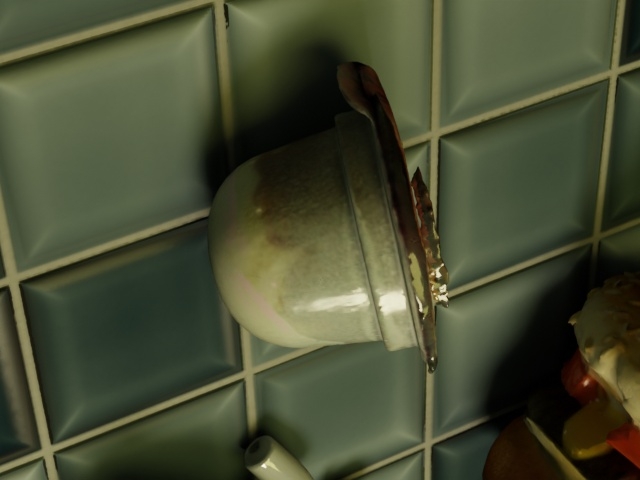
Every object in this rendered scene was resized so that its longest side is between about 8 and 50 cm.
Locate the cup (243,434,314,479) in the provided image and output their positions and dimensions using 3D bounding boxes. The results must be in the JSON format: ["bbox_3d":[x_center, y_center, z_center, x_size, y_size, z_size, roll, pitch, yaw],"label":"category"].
[{"bbox_3d":[-0.110,0.285,1.188,0.173,0.167,0.300,43,69,-33],"label":"cup"}]

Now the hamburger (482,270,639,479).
[{"bbox_3d":[0.324,0.191,1.299,0.330,0.330,0.250,11,114,-39],"label":"hamburger"}]

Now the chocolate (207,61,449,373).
[{"bbox_3d":[-0.004,-0.004,1.036,0.147,0.221,0.221,-9,130,-5],"label":"chocolate"}]
